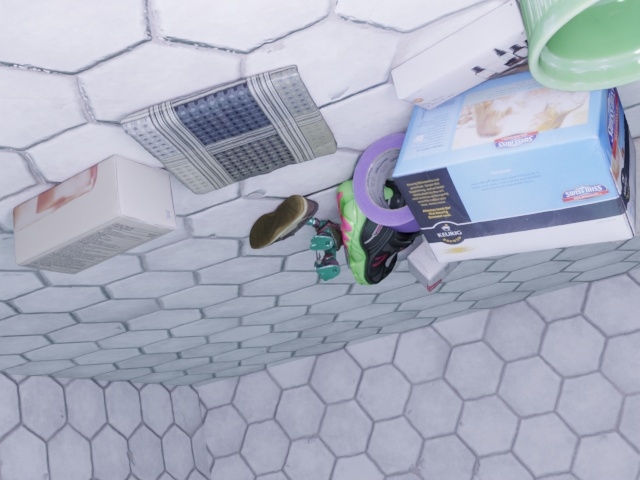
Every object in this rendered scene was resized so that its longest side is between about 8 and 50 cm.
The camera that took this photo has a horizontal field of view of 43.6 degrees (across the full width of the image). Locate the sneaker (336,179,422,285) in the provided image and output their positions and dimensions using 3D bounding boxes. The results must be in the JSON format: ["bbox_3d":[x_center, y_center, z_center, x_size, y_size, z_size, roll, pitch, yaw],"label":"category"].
[{"bbox_3d":[0.161,-0.012,1.936,0.202,0.185,0.483,-9,164,5],"label":"sneaker"}]

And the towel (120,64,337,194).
[{"bbox_3d":[-0.147,-0.192,1.422,0.312,0.056,0.324,-17,160,7],"label":"towel"}]

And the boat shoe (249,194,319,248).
[{"bbox_3d":[-0.086,-0.036,1.878,0.073,0.080,0.223,9,150,-36],"label":"boat shoe"}]

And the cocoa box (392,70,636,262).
[{"bbox_3d":[0.338,-0.133,1.373,0.347,0.231,0.228,-9,132,31],"label":"cocoa box"}]

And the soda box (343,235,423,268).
[{"bbox_3d":[0.178,0.022,2.231,0.216,0.073,0.069,-8,162,-8],"label":"soda box"}]

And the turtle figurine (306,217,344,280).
[{"bbox_3d":[0.000,0.000,1.958,0.118,0.175,0.234,-32,-160,5],"label":"turtle figurine"}]

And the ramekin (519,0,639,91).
[{"bbox_3d":[0.421,-0.345,1.106,0.304,0.148,0.303,-10,162,-3],"label":"ramekin"}]

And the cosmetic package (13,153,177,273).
[{"bbox_3d":[-0.441,-0.043,1.551,0.296,0.129,0.153,-20,159,28],"label":"cosmetic package"}]

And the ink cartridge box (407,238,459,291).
[{"bbox_3d":[0.340,0.020,2.144,0.218,0.092,0.158,-42,163,-5],"label":"ink cartridge box"}]

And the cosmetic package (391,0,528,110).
[{"bbox_3d":[0.241,-0.295,1.300,0.239,0.060,0.099,-25,157,37],"label":"cosmetic package"}]

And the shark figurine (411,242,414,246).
[{"bbox_3d":[0.361,-0.065,1.980,0.278,0.116,0.166,-8,147,-2],"label":"shark figurine"}]

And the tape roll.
[{"bbox_3d":[0.165,-0.114,1.604,0.189,0.188,0.080,-21,160,28],"label":"tape roll"}]

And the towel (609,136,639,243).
[{"bbox_3d":[0.753,-0.115,1.967,0.187,0.049,0.282,-22,123,27],"label":"towel"}]

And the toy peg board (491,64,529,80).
[{"bbox_3d":[0.379,-0.250,1.496,0.161,0.079,0.161,-20,160,26],"label":"toy peg board"}]
